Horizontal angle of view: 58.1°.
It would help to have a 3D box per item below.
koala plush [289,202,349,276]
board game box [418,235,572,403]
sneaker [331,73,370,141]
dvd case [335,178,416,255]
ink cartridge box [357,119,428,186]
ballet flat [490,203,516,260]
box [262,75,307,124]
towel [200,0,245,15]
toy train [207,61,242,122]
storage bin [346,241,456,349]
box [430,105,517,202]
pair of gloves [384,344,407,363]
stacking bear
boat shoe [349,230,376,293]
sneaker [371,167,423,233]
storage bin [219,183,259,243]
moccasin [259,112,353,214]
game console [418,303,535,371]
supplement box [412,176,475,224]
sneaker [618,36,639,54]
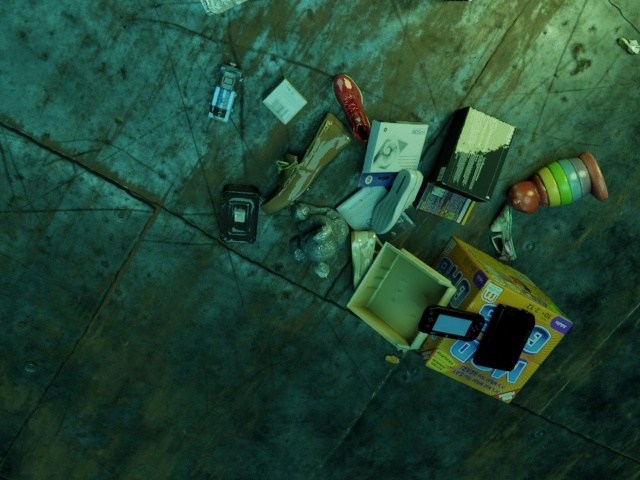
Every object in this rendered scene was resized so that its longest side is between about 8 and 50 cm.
[{"bbox_3d":[0.000,0.000,1.897,0.203,0.221,0.196,2,113,-3],"label":"koala plush"},{"bbox_3d":[0.555,0.267,2.010,0.356,0.356,0.356,27,107,-16],"label":"board game box"},{"bbox_3d":[0.108,-0.409,1.793,0.087,0.128,0.221,-29,113,6],"label":"sneaker"},{"bbox_3d":[0.192,-0.083,1.997,0.179,0.029,0.238,-38,111,10],"label":"dvd case"},{"bbox_3d":[0.236,-0.272,1.857,0.223,0.045,0.224,-7,119,-38],"label":"ink cartridge box"},{"bbox_3d":[0.651,-0.023,2.060,0.079,0.077,0.221,-6,115,17],"label":"ballet flat"},{"bbox_3d":[-0.112,-0.434,1.779,0.102,0.087,0.101,-43,111,11],"label":"box"},{"bbox_3d":[-0.240,-0.781,1.638,0.282,0.049,0.187,-27,114,5],"label":"towel"},{"bbox_3d":[-0.290,-0.446,1.743,0.080,0.105,0.184,16,110,-13],"label":"toy train"},{"bbox_3d":[0.272,0.189,1.927,0.123,0.260,0.262,16,108,-55],"label":"storage bin"},{"bbox_3d":[0.496,-0.275,1.872,0.184,0.103,0.261,20,90,-12],"label":"box"},{"bbox_3d":[0.295,0.442,2.243,0.074,0.010,0.083,19,109,-14],"label":"pair of gloves"},{"bbox_3d":[0.787,-0.178,1.963,0.289,0.175,0.164,-20,111,10],"label":"stacking bear"},{"bbox_3d":[0.158,0.103,2.018,0.098,0.109,0.302,-5,119,0],"label":"boat shoe"},{"bbox_3d":[0.264,-0.124,1.924,0.091,0.094,0.258,0,132,-41],"label":"sneaker"},{"bbox_3d":[-0.268,-0.088,1.911,0.122,0.084,0.180,4,113,-8],"label":"storage bin"},{"bbox_3d":[-0.066,-0.241,1.842,0.147,0.139,0.380,40,106,-14],"label":"moccasin"},{"bbox_3d":[0.475,0.286,1.789,0.361,0.044,0.213,13,110,-11],"label":"game console"},{"bbox_3d":[0.419,-0.136,1.972,0.188,0.081,0.104,17,110,-14],"label":"supplement box"},{"bbox_3d":[0.997,-0.635,1.859,0.083,0.032,0.037,29,93,-22],"label":"sneaker"}]
